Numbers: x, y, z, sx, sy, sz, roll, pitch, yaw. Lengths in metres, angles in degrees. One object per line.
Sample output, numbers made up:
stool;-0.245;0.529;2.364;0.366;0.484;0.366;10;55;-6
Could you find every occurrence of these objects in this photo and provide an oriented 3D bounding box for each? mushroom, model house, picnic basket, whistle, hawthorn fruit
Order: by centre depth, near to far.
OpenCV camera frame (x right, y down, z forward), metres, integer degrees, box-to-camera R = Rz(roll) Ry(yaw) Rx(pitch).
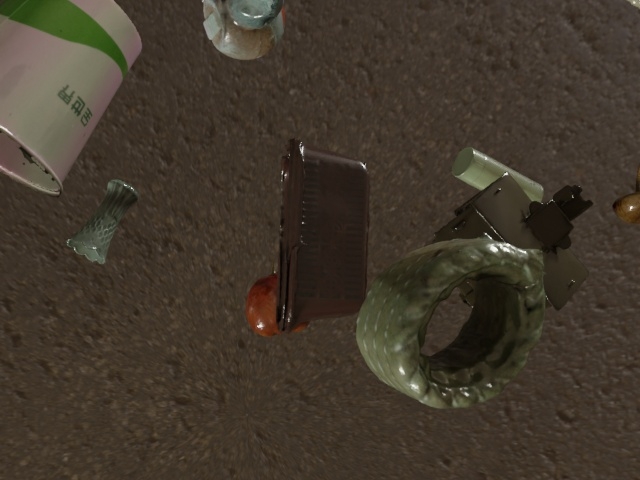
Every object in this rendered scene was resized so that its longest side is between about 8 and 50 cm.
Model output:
mushroom;0.467;-0.072;1.085;0.088;0.130;0.073;-7;43;-24
picnic basket;0.000;0.000;1.210;0.129;0.222;0.297;3;82;-8
model house;0.318;0.004;1.231;0.243;0.204;0.211;-39;90;-2
hawthorn fruit;-0.083;0.114;1.388;0.125;0.125;0.140;-42;95;-13
whistle;-0.134;-0.487;1.592;0.189;0.348;0.189;2;86;-21

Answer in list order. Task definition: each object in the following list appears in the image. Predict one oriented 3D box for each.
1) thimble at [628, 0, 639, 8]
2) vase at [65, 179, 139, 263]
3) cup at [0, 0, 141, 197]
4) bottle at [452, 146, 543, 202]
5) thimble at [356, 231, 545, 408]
thimble;0.526;-0.425;1.217;0.115;0.090;0.102;46;44;13
vase;-0.390;-0.039;1.401;0.081;0.081;0.149;27;68;1
cup;-0.412;-0.239;1.118;0.253;0.253;0.274;31;72;2
bottle;0.380;-0.128;1.639;0.201;0.072;0.072;24;75;-24
thimble;0.077;0.042;0.440;0.110;0.062;0.084;-45;108;-14
